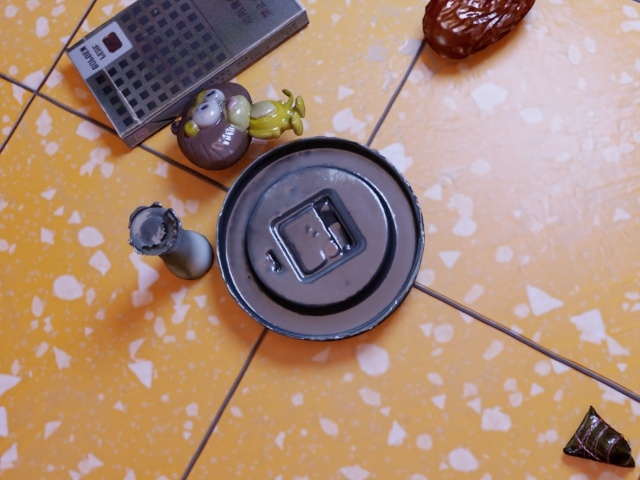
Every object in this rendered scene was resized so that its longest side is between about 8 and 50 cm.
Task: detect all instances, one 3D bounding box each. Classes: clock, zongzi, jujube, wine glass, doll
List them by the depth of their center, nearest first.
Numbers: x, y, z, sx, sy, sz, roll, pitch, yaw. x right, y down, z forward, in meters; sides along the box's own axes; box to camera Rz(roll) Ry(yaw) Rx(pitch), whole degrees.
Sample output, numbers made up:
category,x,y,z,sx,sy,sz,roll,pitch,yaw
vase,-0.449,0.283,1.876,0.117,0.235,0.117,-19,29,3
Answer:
category,x,y,z,sx,sy,sz,roll,pitch,yaw
zongzi,0.348,0.252,0.919,0.067,0.073,0.083,-56,36,-7
wine glass,-0.191,0.004,1.001,0.072,0.155,0.072,-2,76,8
clock,0.000,0.000,1.026,0.280,0.055,0.281,-2,77,8
jujube,0.218,-0.326,1.052,0.176,0.109,0.112,-46,38,4
doll,-0.116,-0.171,1.055,0.188,0.096,0.145,-24,52,5

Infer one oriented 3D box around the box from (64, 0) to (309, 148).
category,x,y,z,sx,sy,sz,roll,pitch,yaw
box,-0.198,-0.300,1.133,0.324,0.047,0.180,-35,74,0
